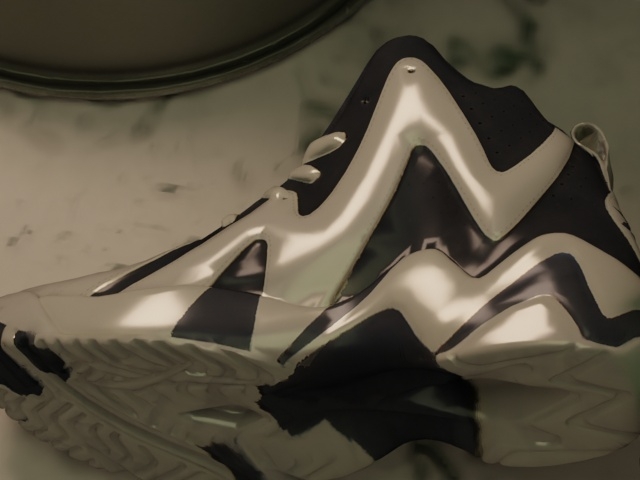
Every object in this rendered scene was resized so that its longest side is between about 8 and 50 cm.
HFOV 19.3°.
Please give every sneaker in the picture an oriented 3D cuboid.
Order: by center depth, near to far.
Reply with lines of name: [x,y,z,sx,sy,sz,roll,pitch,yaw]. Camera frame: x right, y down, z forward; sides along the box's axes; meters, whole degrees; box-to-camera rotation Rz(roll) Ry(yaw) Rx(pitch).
sneaker: [0.000,0.000,0.670,0.235,0.094,0.153,-7,47,17]

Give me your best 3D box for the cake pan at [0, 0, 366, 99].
cake pan: [-0.087,-0.198,0.757,0.293,0.054,0.293,1,68,-3]
